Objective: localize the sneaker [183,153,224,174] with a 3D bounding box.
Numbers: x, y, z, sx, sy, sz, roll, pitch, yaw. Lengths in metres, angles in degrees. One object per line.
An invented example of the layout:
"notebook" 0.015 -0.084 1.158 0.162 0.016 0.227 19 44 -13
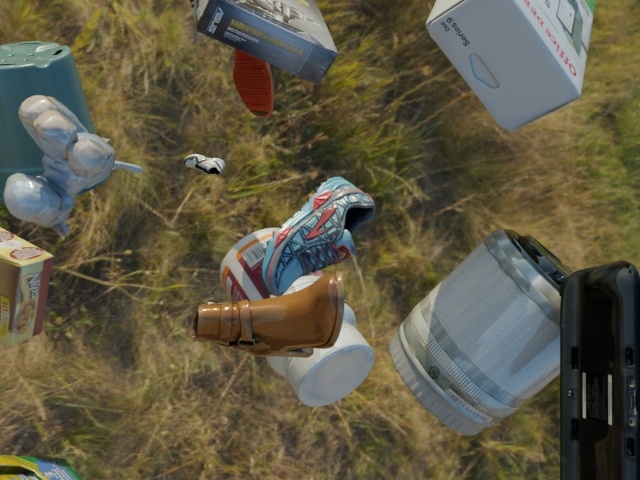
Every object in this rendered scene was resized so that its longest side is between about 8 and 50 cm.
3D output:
"sneaker" -0.314 -0.203 1.788 0.109 0.040 0.043 6 49 -5

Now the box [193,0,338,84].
"box" -0.085 -0.327 0.931 0.183 0.056 0.231 17 35 -26

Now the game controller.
"game controller" 0.335 0.186 0.789 0.067 0.166 0.319 4 81 -9

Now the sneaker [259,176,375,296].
"sneaker" 0.000 0.000 1.172 0.262 0.125 0.104 -52 150 -17

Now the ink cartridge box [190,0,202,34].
"ink cartridge box" -0.221 -0.555 1.495 0.046 0.207 0.097 -10 82 -40

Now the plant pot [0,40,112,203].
"plant pot" -0.735 -0.313 1.699 0.341 0.341 0.334 -39 137 -46

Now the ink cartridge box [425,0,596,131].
"ink cartridge box" 0.290 -0.334 0.971 0.211 0.121 0.289 44 47 -22

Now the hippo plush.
"hippo plush" -0.582 -0.155 1.431 0.234 0.236 0.294 42 1 0

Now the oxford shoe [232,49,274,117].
"oxford shoe" -0.131 -0.396 1.419 0.098 0.097 0.271 -54 147 -45

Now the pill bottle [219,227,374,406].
"pill bottle" -0.057 0.169 1.520 0.224 0.224 0.392 13 29 -44

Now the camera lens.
"camera lens" 0.269 0.136 1.021 0.219 0.274 0.219 38 18 -15

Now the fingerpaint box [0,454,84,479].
"fingerpaint box" -0.470 0.568 1.126 0.163 0.445 0.371 -50 154 -5

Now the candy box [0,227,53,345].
"candy box" -0.696 0.058 1.342 0.087 0.316 0.183 -27 138 -61

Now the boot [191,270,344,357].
"boot" -0.063 0.087 0.760 0.152 0.197 0.073 10 55 -16
